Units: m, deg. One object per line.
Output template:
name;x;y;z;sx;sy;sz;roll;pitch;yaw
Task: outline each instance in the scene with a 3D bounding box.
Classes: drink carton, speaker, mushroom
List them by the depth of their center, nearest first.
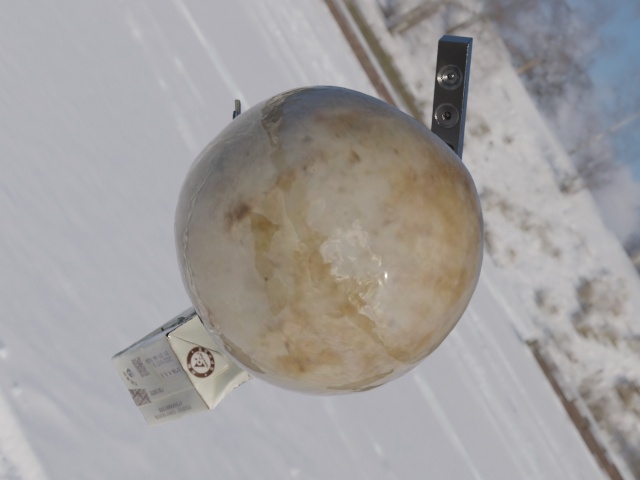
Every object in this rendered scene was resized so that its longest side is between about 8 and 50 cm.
mushroom;0.000;0.000;1.272;0.297;0.297;0.290;60;-8;-6
speaker;0.167;-0.166;1.678;0.046;0.040;0.191;-50;145;-65
drink carton;-0.107;0.125;1.847;0.194;0.325;0.132;-26;-85;56

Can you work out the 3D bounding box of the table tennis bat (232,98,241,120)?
table tennis bat;-0.110;-0.155;1.740;0.050;0.007;0.083;72;12;-51
